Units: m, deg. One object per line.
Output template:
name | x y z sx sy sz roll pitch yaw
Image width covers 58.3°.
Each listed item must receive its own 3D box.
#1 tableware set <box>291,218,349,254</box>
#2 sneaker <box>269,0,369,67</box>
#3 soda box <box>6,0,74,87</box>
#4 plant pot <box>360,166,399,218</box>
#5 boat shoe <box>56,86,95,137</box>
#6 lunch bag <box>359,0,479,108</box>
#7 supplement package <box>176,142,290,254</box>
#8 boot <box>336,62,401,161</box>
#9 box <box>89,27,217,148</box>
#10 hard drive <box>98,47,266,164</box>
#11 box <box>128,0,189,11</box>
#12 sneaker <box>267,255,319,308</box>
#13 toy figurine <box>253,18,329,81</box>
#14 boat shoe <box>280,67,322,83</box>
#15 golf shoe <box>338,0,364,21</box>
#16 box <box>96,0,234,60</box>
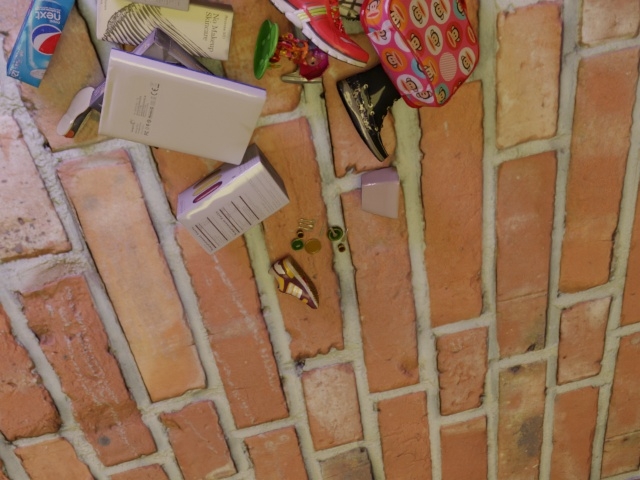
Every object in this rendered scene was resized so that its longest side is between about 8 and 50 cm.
tableware set | 0.000 0.000 1.587 0.154 0.024 0.104 12 115 -18
sneaker | 0.006 -0.481 1.212 0.279 0.107 0.118 41 109 -6
soda box | -0.587 -0.434 1.200 0.067 0.071 0.210 18 114 -37
plant pot | 0.154 -0.126 1.509 0.096 0.109 0.109 0 119 2
boat shoe | -0.547 -0.290 1.310 0.137 0.049 0.043 -49 158 13
lunch bag | 0.242 -0.475 1.290 0.258 0.120 0.293 -51 124 -20
supplement package | -0.218 -0.103 1.421 0.244 0.139 0.134 -33 121 6
boot | 0.163 -0.326 1.411 0.178 0.085 0.236 -31 119 3
box | -0.359 -0.324 1.259 0.231 0.056 0.183 -31 137 27
hard drive | -0.301 -0.279 1.245 0.318 0.040 0.210 10 139 -21
box | -0.333 -0.535 1.106 0.170 0.091 0.130 4 155 -16
sneaker | -0.073 0.130 1.623 0.083 0.070 0.186 -27 114 14
toy figurine | -0.051 -0.416 1.280 0.159 0.173 0.130 6 89 -21
boat shoe | -0.045 -0.394 1.365 0.100 0.035 0.035 -2 91 -6
golf shoe | 0.058 -0.538 1.280 0.198 0.077 0.094 -10 119 -8
box | -0.328 -0.468 1.228 0.274 0.094 0.113 5 118 -13
